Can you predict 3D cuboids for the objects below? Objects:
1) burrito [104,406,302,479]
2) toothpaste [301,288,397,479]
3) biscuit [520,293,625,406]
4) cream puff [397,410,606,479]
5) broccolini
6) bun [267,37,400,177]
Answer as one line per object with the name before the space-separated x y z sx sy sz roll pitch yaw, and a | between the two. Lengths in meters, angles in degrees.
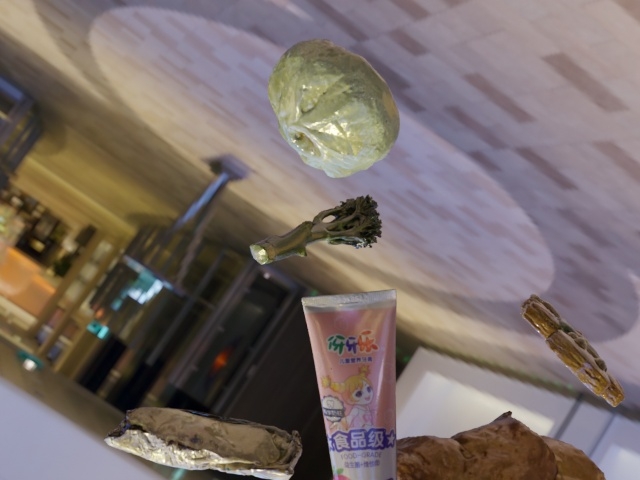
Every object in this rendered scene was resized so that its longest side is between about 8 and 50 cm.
burrito | -0.130 0.224 1.187 0.230 0.063 0.058 6 177 18
toothpaste | 0.030 0.131 0.776 0.067 0.194 0.043 -5 -168 5
biscuit | 0.381 0.162 1.610 0.197 0.049 0.301 43 -172 5
cream puff | 0.139 0.271 0.997 0.154 0.269 0.241 -113 2 -46
broccolini | -0.001 0.002 1.145 0.067 0.058 0.216 -9 -171 31
bun | 0.007 -0.173 1.447 0.195 0.118 0.195 37 151 24
